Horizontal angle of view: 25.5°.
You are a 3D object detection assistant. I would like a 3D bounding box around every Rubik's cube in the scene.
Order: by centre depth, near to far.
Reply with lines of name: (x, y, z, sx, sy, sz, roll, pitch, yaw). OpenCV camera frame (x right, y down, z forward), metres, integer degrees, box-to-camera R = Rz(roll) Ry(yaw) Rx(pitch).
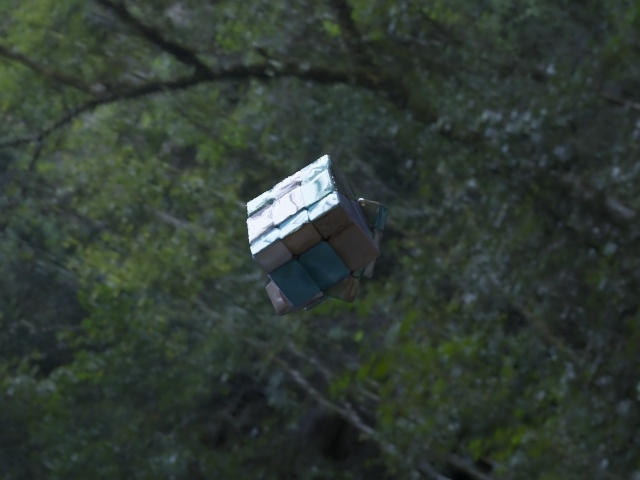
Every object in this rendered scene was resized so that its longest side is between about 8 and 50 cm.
Rubik's cube: (0.002, 0.000, 0.828, 0.073, 0.075, 0.084, 52, -150, -27)
